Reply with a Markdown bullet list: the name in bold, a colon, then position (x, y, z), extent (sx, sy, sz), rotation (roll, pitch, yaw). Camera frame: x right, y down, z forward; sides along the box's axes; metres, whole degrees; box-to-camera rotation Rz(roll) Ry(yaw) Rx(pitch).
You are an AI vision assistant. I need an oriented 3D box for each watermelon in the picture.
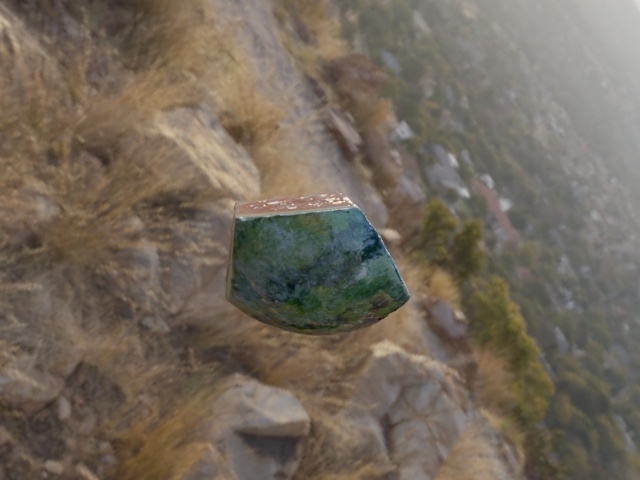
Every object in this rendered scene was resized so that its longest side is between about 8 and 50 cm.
- **watermelon**: position (-0.005, 0.001, 0.451), extent (0.085, 0.092, 0.072), rotation (3, 56, -25)
